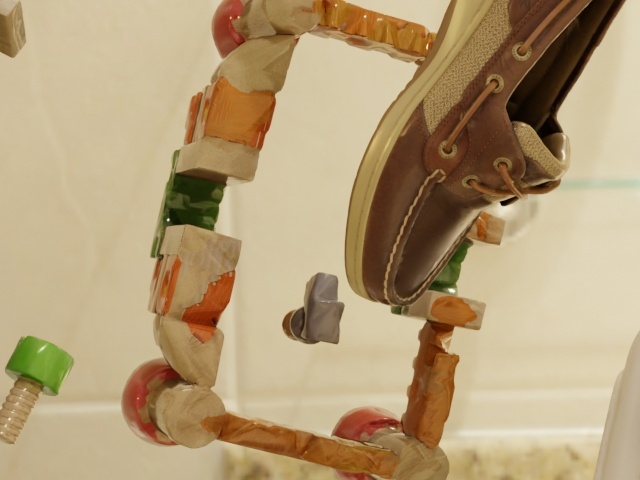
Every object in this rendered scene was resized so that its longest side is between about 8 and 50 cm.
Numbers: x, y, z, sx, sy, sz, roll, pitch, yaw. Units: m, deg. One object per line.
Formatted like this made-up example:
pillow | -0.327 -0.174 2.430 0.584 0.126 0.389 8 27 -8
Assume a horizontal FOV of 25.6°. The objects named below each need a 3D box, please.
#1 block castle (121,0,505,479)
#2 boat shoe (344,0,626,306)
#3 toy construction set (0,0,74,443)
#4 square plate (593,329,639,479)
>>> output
block castle | 0.000 0.000 1.330 0.303 0.453 0.213 14 -4 -16
boat shoe | 0.132 -0.081 1.069 0.123 0.342 0.123 38 20 30
toy construction set | -0.291 -0.067 0.826 0.309 0.237 0.257 11 -26 31
square plate | 0.274 0.281 1.276 0.049 0.347 0.344 9 -28 19
